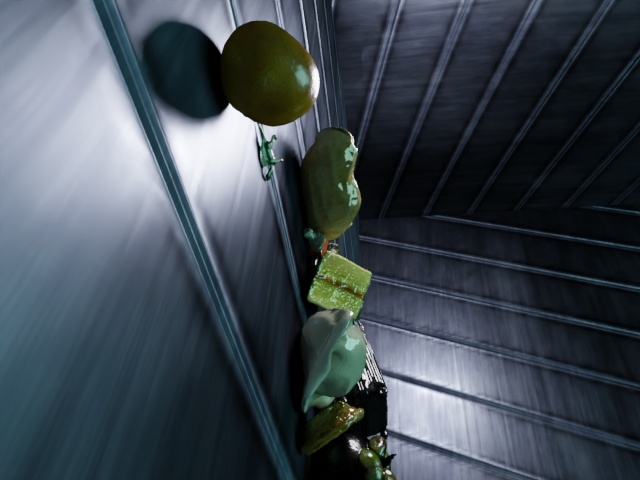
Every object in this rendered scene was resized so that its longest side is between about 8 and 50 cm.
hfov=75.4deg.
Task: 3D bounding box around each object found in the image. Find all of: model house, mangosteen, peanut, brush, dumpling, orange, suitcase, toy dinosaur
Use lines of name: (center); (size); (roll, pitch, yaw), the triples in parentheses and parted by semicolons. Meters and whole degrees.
model house: (0.049, 0.055, 1.657); (0.083, 0.057, 0.058); (-114, -140, -57)
mangosteen: (0.087, 0.619, 1.104); (0.243, 0.242, 0.243); (-3, 90, -81)
peanut: (0.023, -0.155, 1.196); (0.158, 0.174, 0.340); (-30, 123, -29)
brush: (0.001, 0.000, 1.338); (0.324, 0.051, 0.071); (-82, 164, -50)
dumpling: (0.005, 0.302, 1.037); (0.243, 0.187, 0.318); (-47, 150, -30)
orange: (-0.081, -0.248, 0.634); (0.136, 0.158, 0.159); (-53, 177, 10)
suitcase: (0.102, 0.442, 1.335); (0.335, 0.152, 0.230); (-110, -168, -57)
toy dinosaur: (-0.106, -0.178, 0.814); (0.060, 0.029, 0.120); (-61, 149, -43)

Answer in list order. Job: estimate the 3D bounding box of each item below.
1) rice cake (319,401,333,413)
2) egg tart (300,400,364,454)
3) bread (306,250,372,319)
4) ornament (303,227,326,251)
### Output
rice cake: (0.020, 0.537, 1.285); (0.081, 0.051, 0.291); (-55, 141, -76)
egg tart: (0.022, 0.462, 1.042); (0.074, 0.191, 0.191); (57, -1, 19)
bread: (0.014, 0.119, 1.257); (0.264, 0.163, 0.168); (32, 77, -46)
ornament: (-0.018, -0.005, 1.213); (0.092, 0.068, 0.041); (39, 67, -25)
